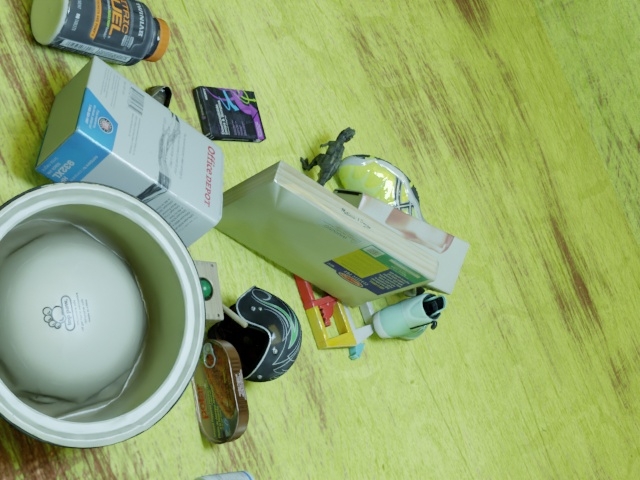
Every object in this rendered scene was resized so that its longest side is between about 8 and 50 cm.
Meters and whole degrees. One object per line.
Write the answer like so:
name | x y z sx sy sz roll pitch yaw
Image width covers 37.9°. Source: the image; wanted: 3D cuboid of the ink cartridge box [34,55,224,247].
ink cartridge box | -0.331 -0.147 1.672 0.307 0.129 0.223 36 32 -31

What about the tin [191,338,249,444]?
tin | -0.184 0.273 1.692 0.040 0.106 0.190 7 68 -54

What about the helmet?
helmet | -0.114 0.184 1.765 0.161 0.169 0.169 45 42 1

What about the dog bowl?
dog bowl | -0.391 0.119 1.462 0.408 0.150 0.408 10 74 -38

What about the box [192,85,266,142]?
box | -0.193 -0.269 1.994 0.162 0.029 0.116 -5 76 -47

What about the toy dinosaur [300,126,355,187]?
toy dinosaur | 0.005 -0.157 2.087 0.064 0.118 0.268 40 47 -27

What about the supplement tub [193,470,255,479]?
supplement tub | -0.171 0.447 1.649 0.107 0.071 0.071 5 69 -46

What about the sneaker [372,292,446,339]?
sneaker | 0.241 0.171 2.149 0.256 0.151 0.094 -5 76 -62

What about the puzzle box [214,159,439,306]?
puzzle box | 0.000 0.000 1.857 0.409 0.272 0.052 31 59 -26

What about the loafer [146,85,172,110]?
loafer | -0.328 -0.250 1.822 0.056 0.050 0.148 31 51 -35

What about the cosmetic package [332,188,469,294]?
cosmetic package | 0.157 0.002 2.043 0.296 0.153 0.129 25 85 -27

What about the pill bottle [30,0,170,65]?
pill bottle | -0.404 -0.403 1.750 0.245 0.130 0.130 6 68 -46

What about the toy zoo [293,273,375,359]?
toy zoo | 0.033 0.121 2.054 0.192 0.030 0.293 -12 81 -49

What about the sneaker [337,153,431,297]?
sneaker | 0.169 -0.036 2.192 0.385 0.145 0.147 51 43 -14

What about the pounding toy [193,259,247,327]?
pounding toy | -0.222 0.110 1.697 0.100 0.141 0.130 8 67 -46
